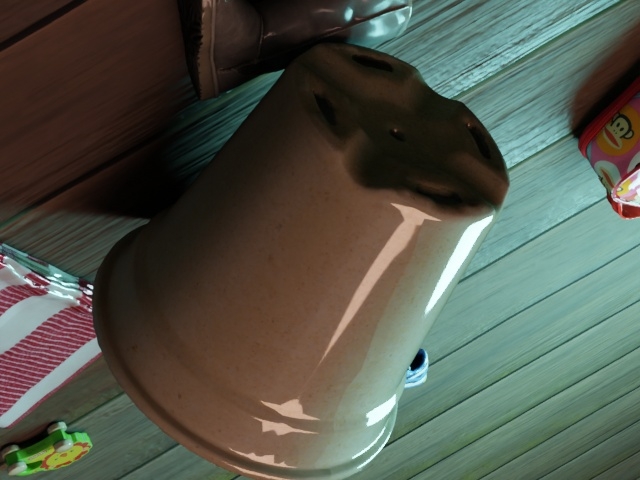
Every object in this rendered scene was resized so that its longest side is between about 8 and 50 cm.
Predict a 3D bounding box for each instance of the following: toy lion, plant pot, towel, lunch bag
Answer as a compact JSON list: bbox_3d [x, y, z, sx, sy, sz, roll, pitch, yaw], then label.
[{"bbox_3d":[-0.339,0.268,1.491,0.100,0.034,0.096,-25,156,-7],"label":"toy lion"},{"bbox_3d":[0.000,0.000,1.097,0.333,0.334,0.305,0,137,-40],"label":"plant pot"},{"bbox_3d":[-0.360,0.105,1.234,0.237,0.037,0.329,-37,148,13],"label":"towel"},{"bbox_3d":[0.472,-0.124,1.511,0.293,0.120,0.258,8,133,-46],"label":"lunch bag"}]

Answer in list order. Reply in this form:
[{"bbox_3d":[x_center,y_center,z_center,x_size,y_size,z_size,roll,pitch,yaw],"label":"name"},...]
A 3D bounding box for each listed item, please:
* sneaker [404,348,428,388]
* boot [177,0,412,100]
[{"bbox_3d":[0.096,0.194,1.722,0.144,0.053,0.059,-22,149,-29],"label":"sneaker"},{"bbox_3d":[-0.017,-0.207,1.036,0.208,0.076,0.190,-16,161,-10],"label":"boot"}]
